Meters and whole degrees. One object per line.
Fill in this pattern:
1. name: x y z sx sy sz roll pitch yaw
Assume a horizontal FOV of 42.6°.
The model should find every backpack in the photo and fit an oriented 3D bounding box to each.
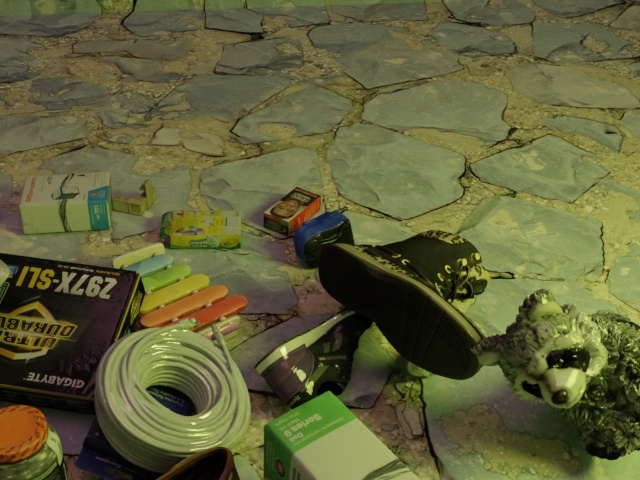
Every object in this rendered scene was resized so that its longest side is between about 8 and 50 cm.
1. backpack: 0.000 0.000 1.772 0.120 0.098 0.101 -29 34 -19

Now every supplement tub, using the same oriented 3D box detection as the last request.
1. supplement tub: -0.422 0.333 1.165 0.117 0.190 0.117 2 34 -2

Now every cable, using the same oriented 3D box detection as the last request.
1. cable: -0.238 0.251 1.315 0.257 0.089 0.257 -3 47 -41

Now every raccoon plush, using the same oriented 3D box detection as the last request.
1. raccoon plush: 0.399 0.178 1.382 0.299 0.216 0.446 35 8 -4

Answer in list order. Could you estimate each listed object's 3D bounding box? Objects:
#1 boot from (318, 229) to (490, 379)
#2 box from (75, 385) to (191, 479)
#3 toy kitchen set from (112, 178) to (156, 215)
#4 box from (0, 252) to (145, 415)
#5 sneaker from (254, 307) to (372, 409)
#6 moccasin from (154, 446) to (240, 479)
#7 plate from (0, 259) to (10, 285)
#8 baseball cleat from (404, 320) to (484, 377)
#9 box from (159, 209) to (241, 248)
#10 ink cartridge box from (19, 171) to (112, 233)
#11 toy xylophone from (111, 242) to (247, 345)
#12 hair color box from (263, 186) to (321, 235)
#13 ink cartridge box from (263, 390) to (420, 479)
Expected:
1. boot: 0.212 0.096 1.502 0.284 0.138 0.377 -12 31 -42
2. box: -0.293 0.295 1.330 0.136 0.036 0.225 23 35 -8
3. toy kitchen set: -0.437 -0.112 1.927 0.075 0.068 0.083 10 35 11
4. box: -0.500 0.157 1.448 0.322 0.079 0.257 8 54 7
5. sneaker: 0.014 0.218 1.475 0.283 0.107 0.124 -24 71 -45
6. moccasin: -0.255 0.412 1.098 0.380 0.147 0.139 -27 44 -36
7. plate: -0.684 0.111 1.430 0.278 0.045 0.277 -52 39 -10
8. baseball cleat: 0.211 0.193 1.535 0.206 0.072 0.109 -15 29 -38
9. box: -0.267 -0.025 1.834 0.179 0.043 0.105 2 34 -6
10. ink cartridge box: -0.576 -0.087 1.870 0.191 0.082 0.139 -3 35 -11
11. toy xylophone: -0.303 0.132 1.566 0.323 0.081 0.236 30 43 34
12. hair color box: -0.064 -0.069 1.910 0.072 0.043 0.141 21 39 23
13. ink cartridge box: 0.049 0.382 1.105 0.122 0.211 0.289 -21 40 -31
